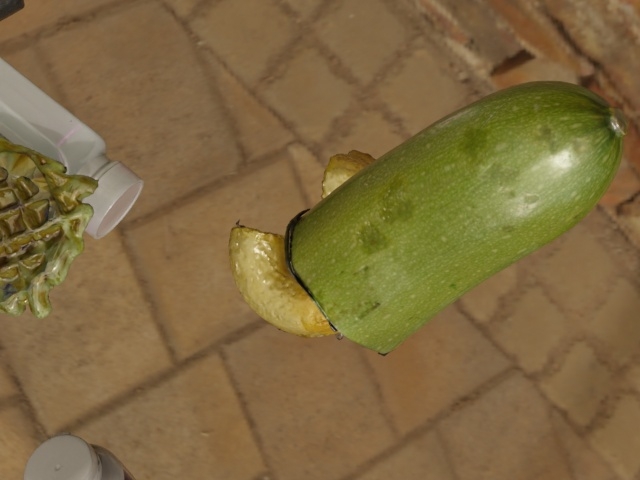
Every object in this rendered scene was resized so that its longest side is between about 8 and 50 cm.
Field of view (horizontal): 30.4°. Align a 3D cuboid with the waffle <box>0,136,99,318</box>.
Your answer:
[{"bbox_3d":[-0.390,-0.017,1.414,0.223,0.054,0.204,23,93,11],"label":"waffle"}]

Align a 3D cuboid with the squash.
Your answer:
[{"bbox_3d":[0.074,-0.023,0.609,0.095,0.188,0.095,29,42,-30],"label":"squash"}]

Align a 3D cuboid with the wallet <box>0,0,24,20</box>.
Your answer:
[{"bbox_3d":[-0.367,-0.153,0.929,0.250,0.149,0.044,-36,122,-29],"label":"wallet"}]

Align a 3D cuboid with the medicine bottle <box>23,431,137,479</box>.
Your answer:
[{"bbox_3d":[-0.256,0.295,1.322,0.107,0.107,0.191,-51,147,-21],"label":"medicine bottle"}]

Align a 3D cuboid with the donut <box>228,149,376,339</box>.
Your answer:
[{"bbox_3d":[0.004,0.011,1.048,0.181,0.078,0.146,-32,80,5],"label":"donut"}]

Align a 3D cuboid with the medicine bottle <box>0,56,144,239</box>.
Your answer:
[{"bbox_3d":[-0.388,-0.131,1.612,0.296,0.161,0.111,38,58,2],"label":"medicine bottle"}]
